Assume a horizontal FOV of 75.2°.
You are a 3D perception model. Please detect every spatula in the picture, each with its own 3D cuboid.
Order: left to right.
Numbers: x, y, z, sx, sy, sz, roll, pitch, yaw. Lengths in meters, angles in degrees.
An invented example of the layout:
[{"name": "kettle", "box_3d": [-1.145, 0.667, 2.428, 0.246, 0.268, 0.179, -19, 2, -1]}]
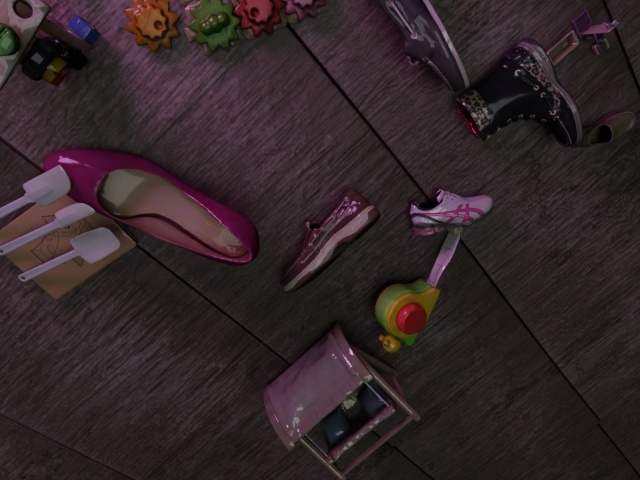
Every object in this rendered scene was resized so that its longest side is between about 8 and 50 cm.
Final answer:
[{"name": "spatula", "box_3d": [-0.489, -0.011, 0.730, 0.241, 0.019, 0.168, -22, 118, 14]}]

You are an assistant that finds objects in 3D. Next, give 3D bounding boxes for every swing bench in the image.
[{"name": "swing bench", "box_3d": [0.043, 0.376, 0.975, 0.253, 0.165, 0.254, -44, 113, 9]}]

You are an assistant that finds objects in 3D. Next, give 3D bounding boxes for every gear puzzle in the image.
[{"name": "gear puzzle", "box_3d": [-0.159, -0.407, 0.669, 0.338, 0.044, 0.176, -22, 115, -2]}]

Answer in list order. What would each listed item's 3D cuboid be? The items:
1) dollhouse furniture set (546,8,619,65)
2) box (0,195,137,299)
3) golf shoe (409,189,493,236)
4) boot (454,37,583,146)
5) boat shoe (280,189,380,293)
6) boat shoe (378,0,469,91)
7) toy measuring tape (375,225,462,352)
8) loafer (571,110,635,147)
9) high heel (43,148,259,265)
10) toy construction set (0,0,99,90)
[{"name": "dollhouse furniture set", "box_3d": [0.512, -0.372, 0.801, 0.114, 0.081, 0.091, -41, 114, 7]}, {"name": "box", "box_3d": [-0.483, -0.001, 0.787, 0.201, 0.021, 0.164, -34, 115, 4]}, {"name": "golf shoe", "box_3d": [0.283, -0.070, 0.889, 0.185, 0.067, 0.086, -17, 113, -4]}, {"name": "boot", "box_3d": [0.395, -0.248, 0.830, 0.178, 0.085, 0.236, -37, 108, 8]}, {"name": "boat shoe", "box_3d": [0.002, 0.000, 0.863, 0.257, 0.095, 0.095, -42, 80, 10]}, {"name": "boat shoe", "box_3d": [0.139, -0.389, 0.713, 0.095, 0.112, 0.335, -30, 111, 21]}, {"name": "toy measuring tape", "box_3d": [0.205, 0.100, 0.927, 0.121, 0.121, 0.331, 19, 99, -18]}, {"name": "loafer", "box_3d": [0.617, -0.235, 0.898, 0.147, 0.050, 0.056, -25, 115, 0]}, {"name": "high heel", "box_3d": [-0.281, -0.060, 0.709, 0.376, 0.181, 0.127, 17, 99, -19]}, {"name": "toy construction set", "box_3d": [-0.467, -0.283, 0.525, 0.308, 0.237, 0.258, -27, 129, -4]}]
